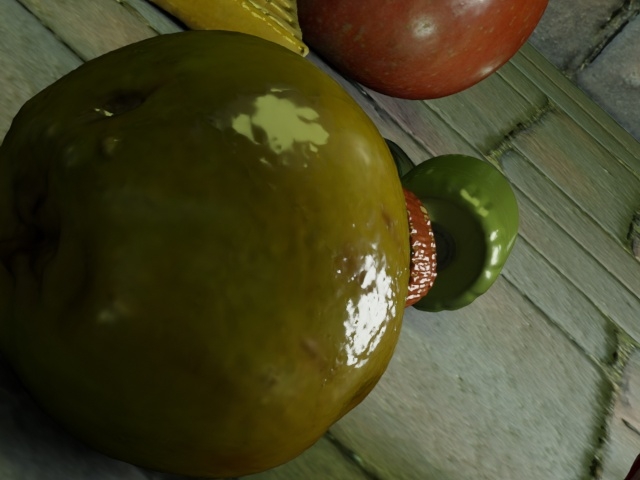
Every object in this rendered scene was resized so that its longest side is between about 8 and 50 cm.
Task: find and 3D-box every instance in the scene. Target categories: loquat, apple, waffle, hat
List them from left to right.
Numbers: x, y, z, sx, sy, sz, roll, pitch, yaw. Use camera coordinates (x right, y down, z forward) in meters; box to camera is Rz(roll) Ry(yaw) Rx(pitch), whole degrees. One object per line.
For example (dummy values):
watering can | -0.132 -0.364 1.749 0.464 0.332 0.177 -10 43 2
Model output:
waffle | -0.116 -0.257 1.666 0.221 0.055 0.248 37 16 -17
loquat | -0.044 0.008 0.843 0.246 0.213 0.213 6 37 -46
hat | 0.000 0.000 1.240 0.162 0.094 0.112 -2 33 -43
apple | 0.094 -0.320 1.935 0.348 0.277 0.348 38 16 -13

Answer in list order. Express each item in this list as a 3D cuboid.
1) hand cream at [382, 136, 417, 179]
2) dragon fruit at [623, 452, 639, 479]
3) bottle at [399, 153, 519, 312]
hand cream | 0.058 -0.064 1.582 0.091 0.058 0.271 48 11 11
dragon fruit | 0.313 0.230 1.058 0.291 0.250 0.269 31 0 -18
bottle | 0.112 -0.017 1.464 0.112 0.112 0.260 43 16 2
